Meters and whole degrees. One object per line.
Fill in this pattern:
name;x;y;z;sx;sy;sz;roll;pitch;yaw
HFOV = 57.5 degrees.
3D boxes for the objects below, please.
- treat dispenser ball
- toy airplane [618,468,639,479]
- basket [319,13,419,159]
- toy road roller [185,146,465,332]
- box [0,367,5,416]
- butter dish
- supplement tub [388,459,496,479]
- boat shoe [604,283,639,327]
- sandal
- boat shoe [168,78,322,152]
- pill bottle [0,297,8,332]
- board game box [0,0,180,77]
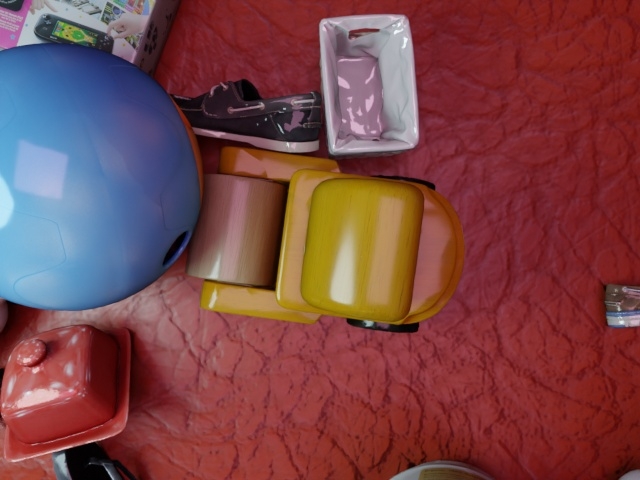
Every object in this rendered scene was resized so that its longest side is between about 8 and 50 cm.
treat dispenser ball;-0.274;-0.067;0.642;0.288;0.288;0.288;0;89;1
toy airplane;0.446;0.355;0.648;0.386;0.272;0.384;23;103;-33
basket;0.056;-0.187;0.746;0.113;0.103;0.167;-4;88;-5
toy road roller;0.000;0.000;0.678;0.329;0.240;0.202;8;88;1
box;-0.441;0.211;0.755;0.062;0.083;0.052;-41;89;0
butter dish;-0.326;0.164;0.713;0.160;0.118;0.160;-14;47;0
supplement tub;0.131;0.374;0.613;0.228;0.316;0.228;-1;86;15
boat shoe;0.466;0.069;0.759;0.183;0.066;0.066;-10;87;0
sandal;-0.246;0.344;0.751;0.054;0.097;0.254;-34;99;2
boat shoe;-0.108;-0.168;0.742;0.233;0.084;0.079;12;114;17
pill bottle;-0.501;0.105;0.721;0.162;0.162;0.278;42;90;1
board game box;-0.295;-0.362;0.763;0.224;0.097;0.303;19;89;0
